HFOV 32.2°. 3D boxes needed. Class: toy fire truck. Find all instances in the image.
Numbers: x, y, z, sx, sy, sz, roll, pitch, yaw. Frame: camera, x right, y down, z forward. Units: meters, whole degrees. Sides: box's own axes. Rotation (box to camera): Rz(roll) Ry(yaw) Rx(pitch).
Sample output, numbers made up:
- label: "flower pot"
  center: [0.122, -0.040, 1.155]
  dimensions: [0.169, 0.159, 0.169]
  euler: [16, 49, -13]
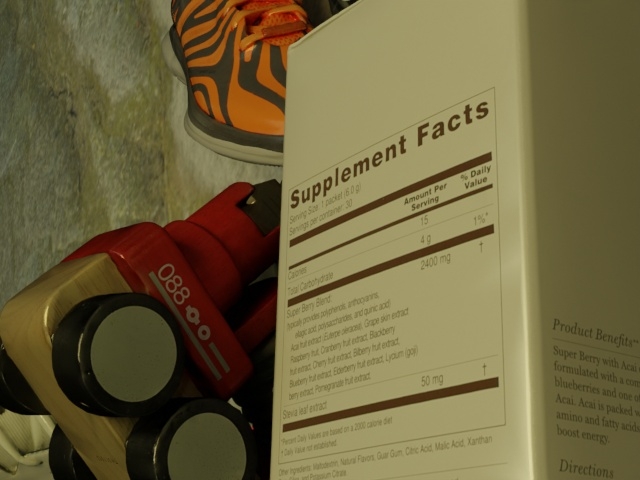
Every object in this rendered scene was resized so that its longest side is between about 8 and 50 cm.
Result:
- label: "toy fire truck"
  center: [-0.035, 0.063, 0.622]
  dimensions: [0.246, 0.217, 0.158]
  euler: [-42, 18, -34]

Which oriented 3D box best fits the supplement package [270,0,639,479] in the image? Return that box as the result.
- label: "supplement package"
  center: [0.096, 0.029, 0.532]
  dimensions: [0.175, 0.177, 0.293]
  euler: [-23, 59, 50]

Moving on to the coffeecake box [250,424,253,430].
- label: "coffeecake box"
  center: [0.031, 0.168, 0.675]
  dimensions: [0.142, 0.068, 0.185]
  euler: [-46, 43, 37]

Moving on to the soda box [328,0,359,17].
- label: "soda box"
  center: [0.042, -0.179, 0.802]
  dimensions: [0.053, 0.060, 0.169]
  euler: [-43, 45, 37]

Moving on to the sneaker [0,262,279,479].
- label: "sneaker"
  center: [-0.210, 0.146, 0.845]
  dimensions: [0.447, 0.257, 0.169]
  euler: [-37, 63, 47]

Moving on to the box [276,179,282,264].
- label: "box"
  center: [0.000, 0.000, 0.802]
  dimensions: [0.083, 0.052, 0.062]
  euler: [33, 105, 54]

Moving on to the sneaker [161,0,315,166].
- label: "sneaker"
  center: [-0.057, -0.184, 0.847]
  dimensions: [0.321, 0.125, 0.180]
  euler: [-132, 38, -52]
